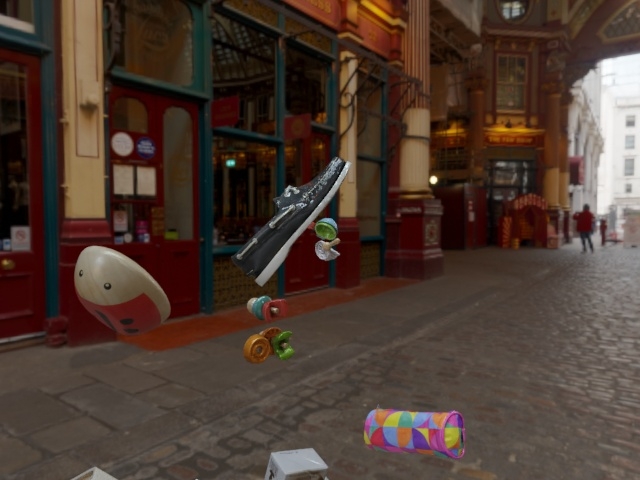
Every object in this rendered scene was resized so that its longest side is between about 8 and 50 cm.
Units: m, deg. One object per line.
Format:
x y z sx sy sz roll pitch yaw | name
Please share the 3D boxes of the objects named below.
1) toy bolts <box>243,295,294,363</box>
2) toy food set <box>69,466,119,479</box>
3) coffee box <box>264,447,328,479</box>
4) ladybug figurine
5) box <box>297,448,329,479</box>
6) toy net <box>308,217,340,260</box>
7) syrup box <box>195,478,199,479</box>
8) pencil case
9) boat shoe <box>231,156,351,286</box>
-0.219 0.315 1.680 0.218 0.229 0.158 -9 9 -43 | toy bolts
-0.420 0.565 0.923 0.306 0.219 0.092 -36 21 34 | toy food set
-0.086 0.714 1.290 0.141 0.247 0.098 10 8 -33 | coffee box
-0.657 0.190 1.543 0.304 0.162 0.449 20 -31 13 | ladybug figurine
-0.041 0.760 1.486 0.105 0.179 0.043 -41 -14 2 | box
0.000 0.000 1.433 0.122 0.045 0.232 17 -33 15 | toy net
-0.283 0.660 1.080 0.093 0.096 0.237 22 -2 -3 | syrup box
0.204 0.421 1.035 0.104 0.105 0.236 -3 -10 -42 | pencil case
-0.058 -0.051 0.917 0.091 0.303 0.114 37 0 -4 | boat shoe
